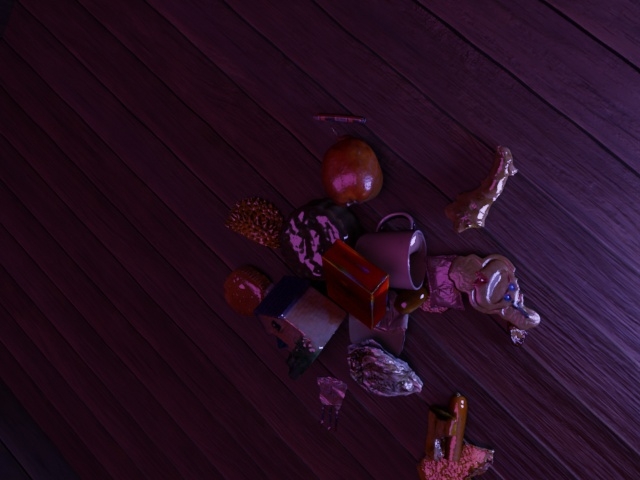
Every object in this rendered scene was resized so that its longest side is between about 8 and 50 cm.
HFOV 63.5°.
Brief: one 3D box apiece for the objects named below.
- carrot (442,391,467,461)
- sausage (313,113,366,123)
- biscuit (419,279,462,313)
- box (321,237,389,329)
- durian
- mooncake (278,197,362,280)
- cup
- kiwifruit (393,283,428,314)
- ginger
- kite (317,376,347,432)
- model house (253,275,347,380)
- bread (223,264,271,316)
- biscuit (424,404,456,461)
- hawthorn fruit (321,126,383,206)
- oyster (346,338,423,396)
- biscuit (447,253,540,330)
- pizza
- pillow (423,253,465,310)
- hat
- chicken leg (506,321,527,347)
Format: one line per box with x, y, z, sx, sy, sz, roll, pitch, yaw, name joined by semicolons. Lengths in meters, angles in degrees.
0.459;0.631;1.759;0.067;0.067;0.225;7;86;24;carrot
0.064;-0.419;1.777;0.198;0.025;0.029;9;119;24;sausage
0.402;0.177;1.738;0.206;0.025;0.126;-42;81;26;biscuit
0.112;0.144;1.632;0.197;0.313;0.089;37;71;22;box
-0.240;-0.074;1.948;0.260;0.154;0.187;11;80;15;durian
0.000;0.000;1.816;0.290;0.161;0.291;6;104;23;mooncake
0.230;0.030;1.712;0.200;0.191;0.253;2;80;28;cup
0.301;0.194;1.721;0.124;0.075;0.075;-34;85;-4;kiwifruit
0.497;-0.155;1.602;0.131;0.086;0.295;35;105;25;ginger
0.034;0.636;2.012;0.127;0.016;0.230;13;102;26;kite
-0.104;0.292;1.829;0.280;0.245;0.312;37;144;5;model house
-0.286;0.200;2.022;0.199;0.104;0.199;6;105;25;bread
0.404;0.666;1.752;0.038;0.174;0.184;7;89;-15;biscuit
0.093;-0.247;1.701;0.210;0.210;0.263;-14;88;27;hawthorn fruit
0.215;0.457;1.826;0.198;0.112;0.268;-34;102;32;oyster
0.551;0.157;1.622;0.183;0.047;0.320;-41;84;5;biscuit
0.469;0.785;1.806;0.297;0.071;0.189;-49;61;21;pizza
0.405;0.137;1.690;0.118;0.043;0.185;-5;90;25;pillow
0.208;0.287;1.833;0.214;0.149;0.245;16;143;16;hat
0.623;0.271;1.649;0.062;0.037;0.145;-12;96;4;chicken leg
